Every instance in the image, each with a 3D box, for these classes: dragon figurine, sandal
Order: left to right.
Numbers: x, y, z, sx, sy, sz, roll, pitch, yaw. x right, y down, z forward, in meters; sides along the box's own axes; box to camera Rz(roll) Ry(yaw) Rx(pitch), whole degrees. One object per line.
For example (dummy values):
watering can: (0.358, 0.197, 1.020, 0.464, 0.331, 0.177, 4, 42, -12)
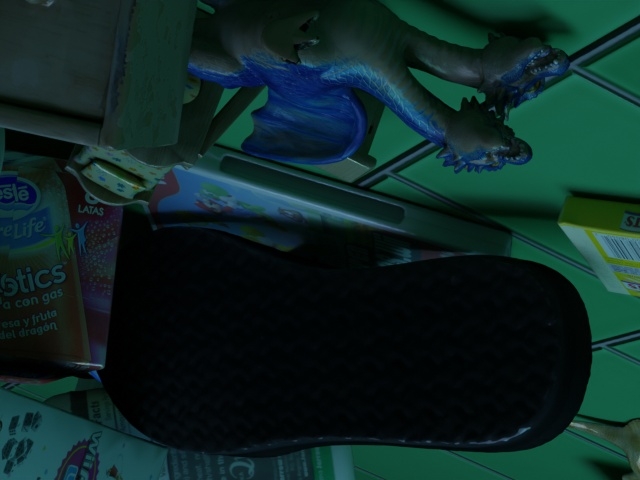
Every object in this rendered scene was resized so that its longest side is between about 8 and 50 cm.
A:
dragon figurine: (-0.014, -0.095, 0.937, 0.289, 0.085, 0.144, 5, 156, 36)
sandal: (0.005, 0.085, 1.249, 0.446, 0.167, 0.107, 5, 174, 39)

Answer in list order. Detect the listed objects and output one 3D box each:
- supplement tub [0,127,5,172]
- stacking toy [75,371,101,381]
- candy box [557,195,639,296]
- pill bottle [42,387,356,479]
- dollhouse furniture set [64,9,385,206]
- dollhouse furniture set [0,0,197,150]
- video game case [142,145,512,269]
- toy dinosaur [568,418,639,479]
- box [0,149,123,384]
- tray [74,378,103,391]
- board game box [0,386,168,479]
supplement tub: (-0.384, -0.095, 1.083, 0.235, 0.235, 0.325, 2, 154, 43)
stacking toy: (-0.175, 0.082, 1.555, 0.141, 0.141, 0.330, 26, 165, -16)
candy box: (0.258, 0.015, 1.061, 0.206, 0.027, 0.105, 9, 161, 32)
pill bottle: (-0.156, 0.234, 1.617, 0.361, 0.204, 0.204, -7, 163, -7)
dollhouse furniture set: (-0.071, -0.051, 1.095, 0.161, 0.101, 0.182, 25, 161, -13)
dollhouse furniture set: (-0.241, -0.129, 0.687, 0.257, 0.362, 0.394, 12, -170, 18)
video game case: (0.000, 0.000, 1.290, 0.285, 0.025, 0.204, 17, 162, 10)
toy dinosaur: (0.284, 0.184, 1.504, 0.183, 0.053, 0.092, 16, 145, 38)
box: (-0.255, 0.026, 1.353, 0.142, 0.154, 0.300, 8, 170, -17)
tray: (-0.200, 0.228, 1.779, 0.145, 0.270, 0.030, 26, 143, -18)
board game box: (-0.278, 0.143, 1.239, 0.224, 0.097, 0.303, 13, 170, 22)
